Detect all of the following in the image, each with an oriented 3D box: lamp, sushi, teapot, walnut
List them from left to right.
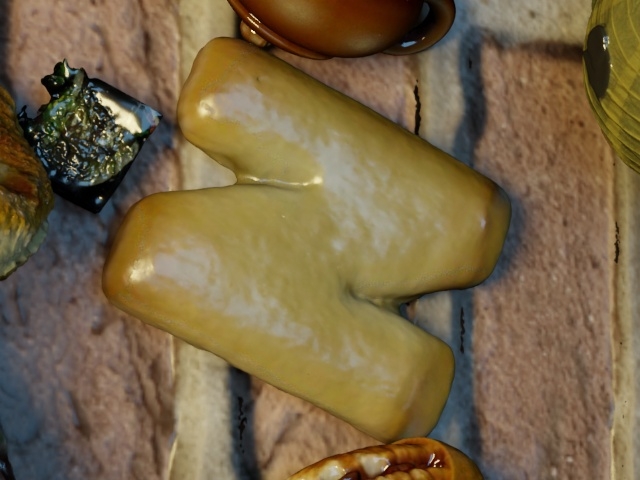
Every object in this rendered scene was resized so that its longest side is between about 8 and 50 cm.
[{"bbox_3d":[-0.175,-0.075,1.052,0.085,0.056,0.083,32,76,-18],"label":"sushi"},{"bbox_3d":[0.000,-0.195,1.125,0.252,0.135,0.178,18,39,-40],"label":"teapot"},{"bbox_3d":[0.030,0.204,1.063,0.207,0.116,0.115,-13,86,-24],"label":"walnut"},{"bbox_3d":[0.331,-0.160,1.175,0.250,0.284,0.250,-8,63,15],"label":"lamp"}]

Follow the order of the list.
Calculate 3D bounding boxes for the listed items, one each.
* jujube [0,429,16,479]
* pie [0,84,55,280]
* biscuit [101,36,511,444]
[{"bbox_3d":[-0.278,0.184,0.866,0.226,0.226,0.317,-27,93,-27],"label":"jujube"},{"bbox_3d":[-0.288,-0.086,0.892,0.315,0.315,0.092,40,108,-14],"label":"pie"},{"bbox_3d":[0.000,0.000,1.114,0.291,0.062,0.237,30,69,-16],"label":"biscuit"}]
